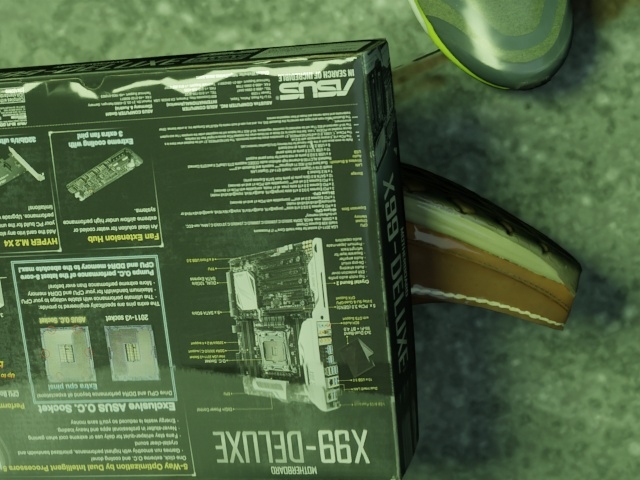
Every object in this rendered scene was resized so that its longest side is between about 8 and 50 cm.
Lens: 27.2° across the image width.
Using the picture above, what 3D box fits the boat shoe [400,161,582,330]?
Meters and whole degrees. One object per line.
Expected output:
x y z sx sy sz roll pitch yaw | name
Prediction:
0.000 0.000 0.849 0.324 0.122 0.120 19 101 5 | boat shoe

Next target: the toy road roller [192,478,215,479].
-0.097 0.278 0.810 0.329 0.202 0.241 -24 92 9 | toy road roller

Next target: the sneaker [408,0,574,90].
0.089 -0.237 0.815 0.111 0.121 0.300 -18 96 1 | sneaker

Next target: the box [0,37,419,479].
-0.104 0.017 0.771 0.307 0.076 0.243 -3 104 13 | box
